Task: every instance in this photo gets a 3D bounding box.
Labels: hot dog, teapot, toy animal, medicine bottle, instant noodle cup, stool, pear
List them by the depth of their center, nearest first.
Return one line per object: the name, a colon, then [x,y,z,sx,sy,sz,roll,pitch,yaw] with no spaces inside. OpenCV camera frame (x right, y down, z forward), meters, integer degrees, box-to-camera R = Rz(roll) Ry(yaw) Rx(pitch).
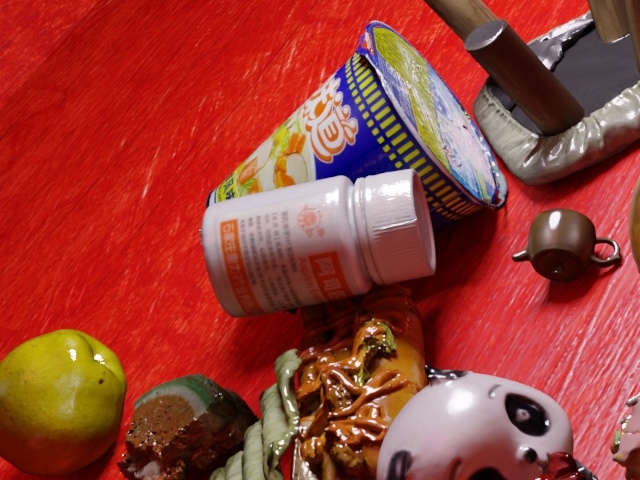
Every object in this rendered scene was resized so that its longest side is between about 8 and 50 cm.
toy animal: [0.152,0.227,1.352,0.165,0.235,0.187,-4,43,37]
hot dog: [0.039,0.163,1.691,0.158,0.117,0.349,-25,30,20]
teapot: [0.275,0.013,1.699,0.121,0.076,0.068,5,53,12]
medicine bottle: [0.000,0.000,1.752,0.252,0.144,0.144,-14,33,11]
stool: [0.306,-0.263,1.914,0.310,0.226,0.310,-35,26,5]
instant noodle cup: [0.029,-0.073,1.926,0.312,0.284,0.284,-36,27,20]
pear: [-0.344,0.215,1.994,0.198,0.198,0.198,-28,29,17]

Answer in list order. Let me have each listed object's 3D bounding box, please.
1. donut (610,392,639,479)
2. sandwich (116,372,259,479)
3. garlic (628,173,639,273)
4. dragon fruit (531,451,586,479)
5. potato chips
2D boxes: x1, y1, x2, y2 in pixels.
donut: [0.378,0.171,1.320,0.199,0.085,0.233,-42,28,-7]
sandwich: [-0.181,0.229,1.857,0.159,0.079,0.235,-42,19,-17]
garlic: [0.476,-0.050,1.530,0.338,0.151,0.196,-19,59,17]
dragon fruit: [0.244,0.252,1.248,0.122,0.192,0.092,-37,17,-31]
potato chips: [-0.106,0.324,1.592,0.373,0.097,0.389,-52,20,33]
